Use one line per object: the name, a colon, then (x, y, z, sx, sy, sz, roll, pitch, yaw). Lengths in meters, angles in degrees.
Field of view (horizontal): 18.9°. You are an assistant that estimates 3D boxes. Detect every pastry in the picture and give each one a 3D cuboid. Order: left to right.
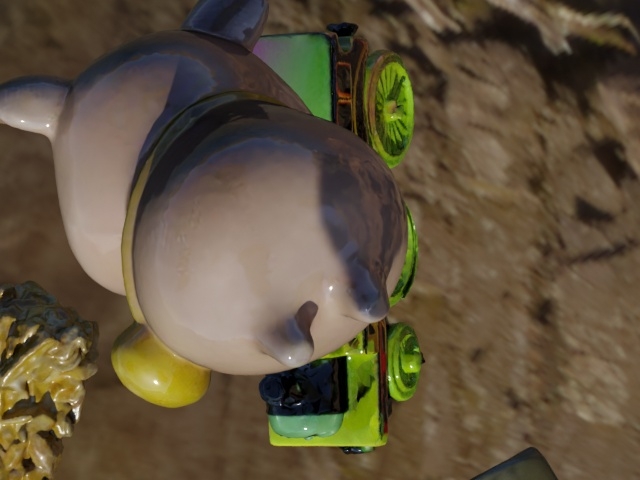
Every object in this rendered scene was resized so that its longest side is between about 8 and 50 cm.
pastry: (-0.269, 0.163, 1.619, 0.250, 0.102, 0.154, -67, 27, 5)

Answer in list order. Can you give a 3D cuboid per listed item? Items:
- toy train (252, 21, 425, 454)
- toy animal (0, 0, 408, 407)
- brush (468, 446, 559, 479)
toy train: (0.000, 0.000, 1.288, 0.100, 0.160, 0.296, -2, 91, 26)
toy animal: (-0.048, -0.015, 0.952, 0.165, 0.149, 0.248, -21, 42, -22)
brush: (0.151, 0.225, 0.873, 0.054, 0.048, 0.282, -26, 79, -19)
